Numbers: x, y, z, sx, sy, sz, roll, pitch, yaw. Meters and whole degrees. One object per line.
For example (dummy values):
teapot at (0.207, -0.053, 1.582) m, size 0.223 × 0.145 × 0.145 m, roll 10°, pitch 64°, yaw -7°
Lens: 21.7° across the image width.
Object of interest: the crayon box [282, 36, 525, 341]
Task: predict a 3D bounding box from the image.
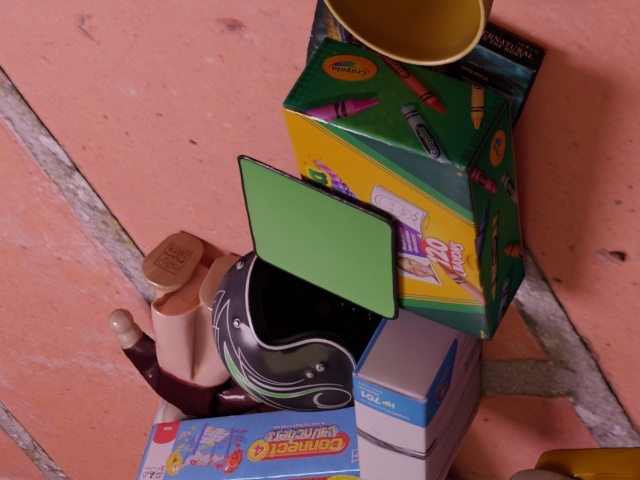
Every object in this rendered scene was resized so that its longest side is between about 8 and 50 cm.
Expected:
crayon box at (0.077, -0.037, 1.410) m, size 0.165 × 0.081 × 0.278 m, roll 21°, pitch 154°, yaw 22°

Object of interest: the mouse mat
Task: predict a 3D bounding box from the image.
mouse mat at (0.000, 0.000, 1.463) m, size 0.153 × 0.007 × 0.189 m, roll 25°, pitch 156°, yaw 16°

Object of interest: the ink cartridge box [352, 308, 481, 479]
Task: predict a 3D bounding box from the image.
ink cartridge box at (0.096, 0.143, 1.611) m, size 0.082 × 0.139 × 0.190 m, roll 19°, pitch 145°, yaw 17°

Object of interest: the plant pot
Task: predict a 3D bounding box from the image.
plant pot at (0.076, -0.208, 1.212) m, size 0.134 × 0.095 × 0.134 m, roll 22°, pitch 145°, yaw 16°

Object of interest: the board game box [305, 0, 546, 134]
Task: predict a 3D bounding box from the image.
board game box at (0.080, -0.147, 1.352) m, size 0.186 × 0.026 × 0.126 m, roll 27°, pitch 148°, yaw 8°

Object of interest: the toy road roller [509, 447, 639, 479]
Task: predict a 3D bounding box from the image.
toy road roller at (0.328, 0.349, 1.628) m, size 0.329 × 0.202 × 0.240 m, roll -6°, pitch 131°, yaw 44°

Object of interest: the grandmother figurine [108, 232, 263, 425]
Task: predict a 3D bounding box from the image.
grandmother figurine at (-0.143, 0.135, 1.841) m, size 0.208 × 0.104 × 0.342 m, roll 30°, pitch 145°, yaw 20°

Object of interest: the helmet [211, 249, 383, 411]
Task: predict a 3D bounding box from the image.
helmet at (-0.024, 0.084, 1.619) m, size 0.161 × 0.169 × 0.169 m, roll 10°, pitch 142°, yaw 14°

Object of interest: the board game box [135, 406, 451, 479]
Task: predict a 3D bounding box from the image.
board game box at (0.002, 0.308, 1.868) m, size 0.308 × 0.086 × 0.302 m, roll -10°, pitch 137°, yaw 31°
